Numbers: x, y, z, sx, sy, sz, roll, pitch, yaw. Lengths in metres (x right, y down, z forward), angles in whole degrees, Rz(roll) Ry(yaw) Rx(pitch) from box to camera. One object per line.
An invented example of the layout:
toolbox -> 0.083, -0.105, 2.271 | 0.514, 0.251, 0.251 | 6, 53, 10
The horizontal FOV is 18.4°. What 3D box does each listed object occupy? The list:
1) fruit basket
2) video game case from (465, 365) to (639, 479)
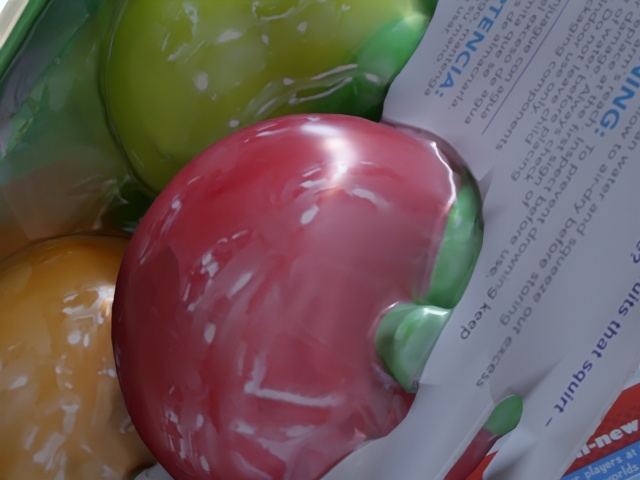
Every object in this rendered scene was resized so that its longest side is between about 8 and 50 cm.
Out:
fruit basket -> -0.017, 0.019, 0.595 | 0.165, 0.353, 0.327 | 28, -82, -34
video game case -> 0.123, 0.148, 0.507 | 0.204, 0.285, 0.025 | -26, -42, 5
